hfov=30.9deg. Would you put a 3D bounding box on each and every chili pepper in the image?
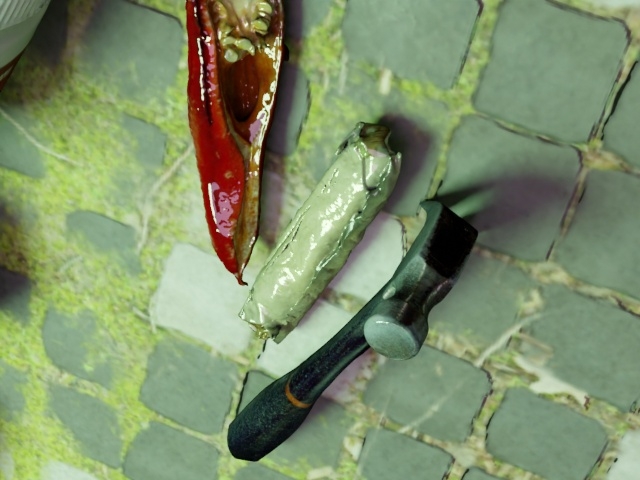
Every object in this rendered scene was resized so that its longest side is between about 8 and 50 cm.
[{"bbox_3d":[-0.053,-0.089,0.701,0.050,0.059,0.268,42,141,43],"label":"chili pepper"}]

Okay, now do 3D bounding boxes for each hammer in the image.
[{"bbox_3d":[0.009,0.072,0.742,0.037,0.137,0.290,38,139,-3],"label":"hammer"}]

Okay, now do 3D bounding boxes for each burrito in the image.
[{"bbox_3d":[0.000,0.000,0.737,0.045,0.041,0.185,50,128,18],"label":"burrito"}]

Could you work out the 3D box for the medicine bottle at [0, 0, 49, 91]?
[{"bbox_3d":[-0.289,-0.144,0.633,0.252,0.252,0.241,40,126,-5],"label":"medicine bottle"}]
